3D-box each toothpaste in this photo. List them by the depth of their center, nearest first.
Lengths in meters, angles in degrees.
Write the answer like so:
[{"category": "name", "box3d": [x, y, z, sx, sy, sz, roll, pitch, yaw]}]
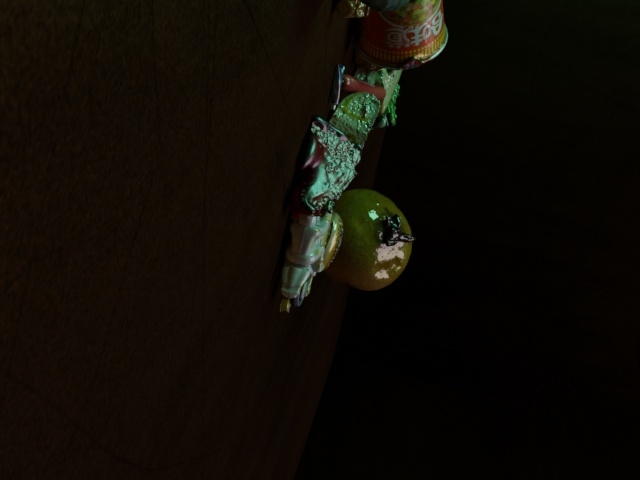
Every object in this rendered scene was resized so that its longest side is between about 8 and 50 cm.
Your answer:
[{"category": "toothpaste", "box3d": [0.030, -0.280, 1.377, 0.027, 0.019, 0.083, -14, 120, -56]}]

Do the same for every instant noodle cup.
[{"category": "instant noodle cup", "box3d": [0.149, -0.458, 1.391, 0.212, 0.193, 0.193, 82, 22, -55]}]

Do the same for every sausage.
[{"category": "sausage", "box3d": [0.084, -0.305, 1.505, 0.253, 0.034, 0.034, -11, 116, -67]}]

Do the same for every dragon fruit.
[{"category": "dragon fruit", "box3d": [0.010, -0.110, 1.237, 0.122, 0.092, 0.192, 98, 9, -45]}]

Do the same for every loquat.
[{"category": "loquat", "box3d": [0.097, -0.003, 1.667, 0.244, 0.244, 0.244, 15, 90, -84]}]

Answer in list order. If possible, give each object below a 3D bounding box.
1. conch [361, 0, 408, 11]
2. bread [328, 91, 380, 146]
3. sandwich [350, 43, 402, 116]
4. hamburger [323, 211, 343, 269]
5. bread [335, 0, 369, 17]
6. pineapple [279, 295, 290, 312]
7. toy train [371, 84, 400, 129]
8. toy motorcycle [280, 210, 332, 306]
[{"category": "conch", "box3d": [0.067, -0.390, 0.987, 0.176, 0.122, 0.188, 67, 31, -45]}, {"category": "bread", "box3d": [0.057, -0.216, 1.462, 0.094, 0.083, 0.157, -50, 166, -79]}, {"category": "sandwich", "box3d": [0.140, -0.432, 1.668, 0.273, 0.095, 0.249, 96, 12, -57]}, {"category": "hamburger", "box3d": [0.000, 0.000, 1.467, 0.141, 0.081, 0.126, 90, 16, -72]}, {"category": "bread", "box3d": [0.058, -0.404, 1.160, 0.066, 0.060, 0.110, -26, 137, -42]}, {"category": "pineapple", "box3d": [-0.060, 0.097, 1.448, 0.045, 0.019, 0.083, -11, 113, -80]}, {"category": "toy train", "box3d": [0.151, -0.377, 1.907, 0.251, 0.085, 0.119, -81, 158, -52]}, {"category": "toy motorcycle", "box3d": [-0.022, 0.000, 1.319, 0.151, 0.074, 0.228, 83, 24, -67]}]
